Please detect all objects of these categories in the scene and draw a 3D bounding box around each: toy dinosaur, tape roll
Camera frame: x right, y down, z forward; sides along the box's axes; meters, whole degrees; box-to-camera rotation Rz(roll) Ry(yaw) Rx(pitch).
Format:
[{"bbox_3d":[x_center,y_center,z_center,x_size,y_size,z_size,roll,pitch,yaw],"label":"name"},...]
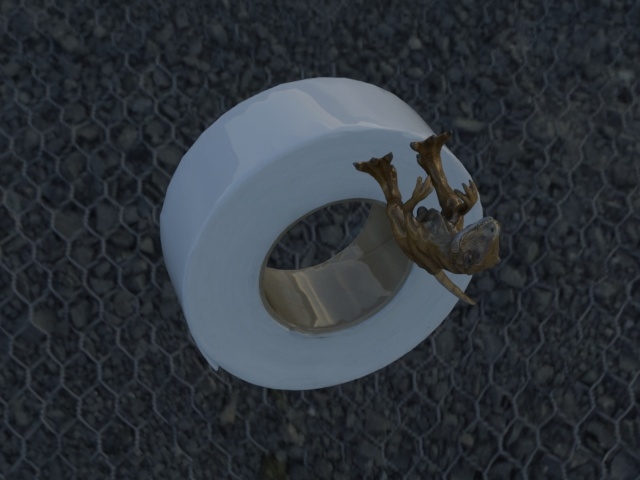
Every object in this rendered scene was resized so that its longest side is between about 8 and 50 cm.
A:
[{"bbox_3d":[0.067,-0.004,0.642,0.064,0.211,0.112,-17,86,1],"label":"toy dinosaur"},{"bbox_3d":[0.000,0.000,0.913,0.286,0.286,0.100,-23,41,-7],"label":"tape roll"}]
